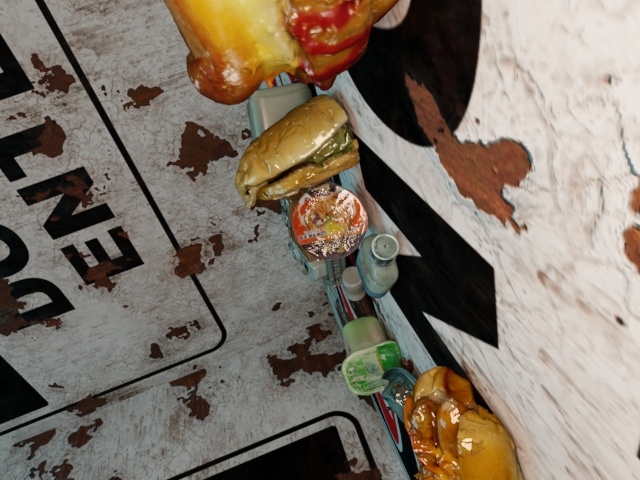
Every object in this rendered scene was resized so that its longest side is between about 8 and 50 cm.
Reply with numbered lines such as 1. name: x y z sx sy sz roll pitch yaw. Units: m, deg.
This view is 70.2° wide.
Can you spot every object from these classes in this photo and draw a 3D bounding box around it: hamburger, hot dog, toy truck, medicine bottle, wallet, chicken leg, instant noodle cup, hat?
1. hamburger: -0.053 -0.142 0.727 0.155 0.208 0.135 -103 -11 -89
2. hot dog: 0.188 0.329 0.579 0.158 0.117 0.349 -121 11 -70
3. toy truck: 0.000 0.000 1.178 0.184 0.133 0.338 57 164 35
4. medicine bottle: 0.087 0.113 1.184 0.091 0.058 0.058 75 172 -56
5. wallet: 0.105 0.161 1.308 0.124 0.042 0.230 82 165 -51
6. chicken leg: 0.186 0.272 0.975 0.036 0.021 0.083 43 160 40
7. instant noodle cup: 0.026 -0.038 0.801 0.136 0.127 0.127 -36 -75 -77
8. medicine bottle: 0.095 0.039 0.761 0.208 0.054 0.090 87 165 -73
9. hat: 0.175 0.343 0.976 0.138 0.078 0.191 49 167 35
10. hot dog: -0.053 -0.243 0.385 0.405 0.185 0.223 -119 10 -60

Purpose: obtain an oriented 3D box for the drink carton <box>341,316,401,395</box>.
1. drink carton: 0.116 0.276 1.131 0.142 0.144 0.146 -106 -1 -60

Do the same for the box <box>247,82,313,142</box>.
1. box: -0.085 -0.238 1.016 0.312 0.175 0.182 -126 24 -74
